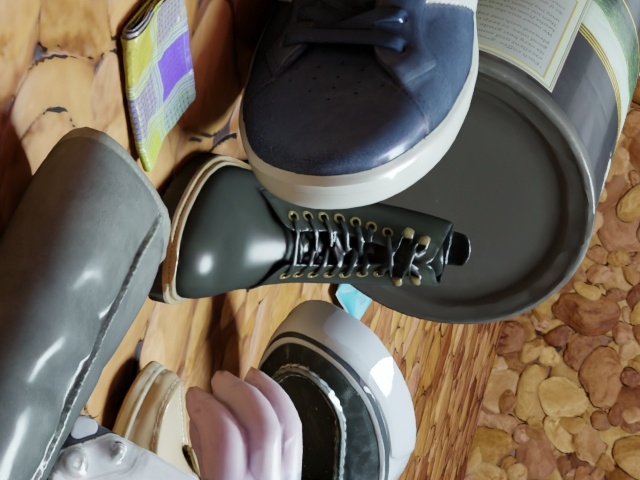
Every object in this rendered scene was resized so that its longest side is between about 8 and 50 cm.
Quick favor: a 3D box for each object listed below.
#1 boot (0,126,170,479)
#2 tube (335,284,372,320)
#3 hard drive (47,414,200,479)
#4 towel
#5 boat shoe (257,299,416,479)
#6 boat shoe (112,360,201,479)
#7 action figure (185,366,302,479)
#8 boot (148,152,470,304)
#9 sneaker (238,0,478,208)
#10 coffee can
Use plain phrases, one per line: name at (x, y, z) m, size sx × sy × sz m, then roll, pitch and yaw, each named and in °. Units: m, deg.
boot at (-0.113, 0.047, 0.459) m, size 0.208 × 0.076 × 0.189 m, roll -60°, pitch 175°, yaw -28°
tube at (0.061, -0.027, 1.160) m, size 0.207 × 0.052 × 0.080 m, roll -64°, pitch 152°, yaw -20°
hard drive at (-0.080, 0.271, 0.531) m, size 0.064 × 0.237 × 0.339 m, roll -22°, pitch -141°, yaw 51°
towel at (-0.074, -0.079, 0.624) m, size 0.083 × 0.009 × 0.060 m, roll 91°, pitch 18°, yaw -44°
boat shoe at (-0.025, 0.165, 0.881) m, size 0.105 × 0.113 × 0.306 m, roll -42°, pitch 161°, yaw -37°
boat shoe at (-0.080, 0.142, 0.723) m, size 0.063 × 0.059 × 0.170 m, roll -54°, pitch 155°, yaw -57°
action figure at (-0.059, 0.216, 0.307) m, size 0.370 × 0.275 × 0.248 m, roll -12°, pitch 145°, yaw -31°
boot at (0.000, 0.000, 0.732) m, size 0.198 × 0.137 × 0.076 m, roll -39°, pitch 141°, yaw -67°
sneaker at (0.032, -0.179, 0.737) m, size 0.148 × 0.131 × 0.350 m, roll 77°, pitch 24°, yaw -49°
coffee can at (0.117, -0.101, 0.961) m, size 0.275 × 0.202 × 0.201 m, roll -59°, pitch 159°, yaw -51°
